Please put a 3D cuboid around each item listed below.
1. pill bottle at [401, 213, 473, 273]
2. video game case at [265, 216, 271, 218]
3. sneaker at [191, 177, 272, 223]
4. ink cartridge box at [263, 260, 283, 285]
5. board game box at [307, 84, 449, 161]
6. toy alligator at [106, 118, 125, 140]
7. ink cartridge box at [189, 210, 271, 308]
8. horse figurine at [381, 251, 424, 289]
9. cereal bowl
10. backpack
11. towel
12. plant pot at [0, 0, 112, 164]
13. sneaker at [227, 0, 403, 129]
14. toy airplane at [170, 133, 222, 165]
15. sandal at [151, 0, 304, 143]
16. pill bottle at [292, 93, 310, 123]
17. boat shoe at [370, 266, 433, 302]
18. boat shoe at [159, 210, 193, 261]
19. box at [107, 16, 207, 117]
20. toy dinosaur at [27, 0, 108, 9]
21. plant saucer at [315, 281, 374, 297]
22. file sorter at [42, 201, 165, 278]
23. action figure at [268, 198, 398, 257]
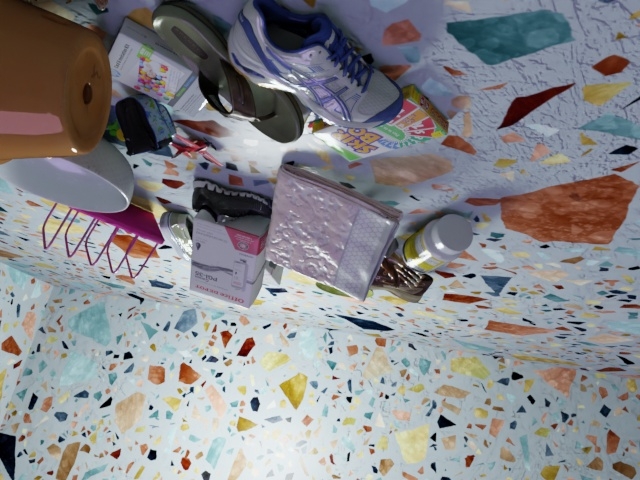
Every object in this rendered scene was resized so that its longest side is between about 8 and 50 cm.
[{"bbox_3d":[0.310,0.010,1.350,0.119,0.119,0.208,15,160,-10],"label":"pill bottle"},{"bbox_3d":[-0.227,-0.066,1.586,0.119,0.015,0.166,17,159,-19],"label":"video game case"},{"bbox_3d":[-0.248,-0.088,1.402,0.235,0.106,0.078,16,160,-13],"label":"sneaker"},{"bbox_3d":[-0.255,0.045,1.723,0.207,0.119,0.353,10,163,11],"label":"ink cartridge box"},{"bbox_3d":[0.101,-0.215,0.978,0.260,0.039,0.124,-5,154,45],"label":"board game box"},{"bbox_3d":[-0.437,-0.255,1.140,0.190,0.056,0.051,14,117,10],"label":"toy alligator"},{"bbox_3d":[-0.271,0.046,1.523,0.208,0.117,0.282,17,125,5],"label":"ink cartridge box"},{"bbox_3d":[0.223,0.074,1.507,0.174,0.066,0.263,40,-169,12],"label":"horse figurine"},{"bbox_3d":[-0.621,-0.200,1.246,0.340,0.141,0.339,10,161,4],"label":"cereal bowl"},{"bbox_3d":[-0.364,-0.245,1.050,0.105,0.084,0.114,-4,115,32],"label":"backpack"},{"bbox_3d":[0.014,-0.007,1.295,0.317,0.053,0.331,24,135,8],"label":"towel"},{"bbox_3d":[-0.474,-0.252,0.816,0.204,0.290,0.291,9,160,-3],"label":"plant pot"},{"bbox_3d":[0.008,-0.265,0.772,0.297,0.111,0.131,16,159,-16],"label":"sneaker"},{"bbox_3d":[-0.302,-0.216,1.196,0.151,0.028,0.151,11,159,4],"label":"toy airplane"},{"bbox_3d":[-0.159,-0.256,0.846,0.303,0.086,0.120,37,149,-25],"label":"sandal"},{"bbox_3d":[-0.057,-0.236,0.954,0.065,0.065,0.116,16,159,-13],"label":"pill bottle"},{"bbox_3d":[0.226,0.101,1.692,0.342,0.123,0.123,24,127,-19],"label":"boat shoe"},{"bbox_3d":[-0.450,-0.002,1.752,0.094,0.109,0.302,4,156,14],"label":"boat shoe"},{"bbox_3d":[-0.287,-0.307,0.925,0.186,0.038,0.145,24,156,-29],"label":"box"},{"bbox_3d":[-0.405,-0.404,0.716,0.112,0.064,0.212,-21,156,27],"label":"toy dinosaur"},{"bbox_3d":[0.100,0.183,2.060,0.241,0.037,0.241,9,161,3],"label":"plant saucer"},{"bbox_3d":[-0.674,-0.027,1.564,0.291,0.182,0.202,28,-168,-38],"label":"file sorter"},{"bbox_3d":[0.000,0.000,1.421,0.331,0.178,0.341,-17,151,34],"label":"action figure"}]
